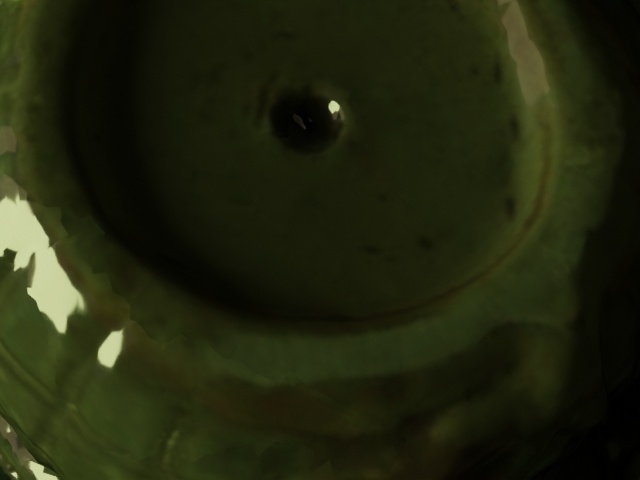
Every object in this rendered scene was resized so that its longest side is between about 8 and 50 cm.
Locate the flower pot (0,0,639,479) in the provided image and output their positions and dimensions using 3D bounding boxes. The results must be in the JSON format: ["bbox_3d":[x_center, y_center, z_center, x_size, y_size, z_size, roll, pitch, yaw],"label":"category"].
[{"bbox_3d":[0.000,0.000,0.600,0.213,0.301,0.302,113,159,-66],"label":"flower pot"}]

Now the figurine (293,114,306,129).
[{"bbox_3d":[-0.018,-0.004,0.829,0.133,0.200,0.276,-31,34,0],"label":"figurine"}]

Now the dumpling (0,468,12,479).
[{"bbox_3d":[-0.155,0.126,0.939,0.270,0.320,0.212,-30,59,37],"label":"dumpling"}]
